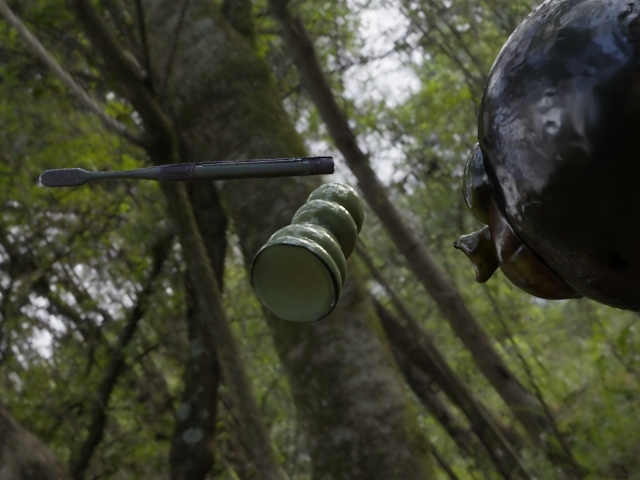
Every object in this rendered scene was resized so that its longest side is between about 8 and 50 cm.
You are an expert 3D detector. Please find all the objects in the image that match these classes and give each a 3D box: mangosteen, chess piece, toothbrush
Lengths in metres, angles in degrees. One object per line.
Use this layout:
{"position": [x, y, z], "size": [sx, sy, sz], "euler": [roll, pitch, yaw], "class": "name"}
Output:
{"position": [0.270, -0.080, 0.985], "size": [0.297, 0.297, 0.313], "euler": [-33, -3, -9], "class": "mangosteen"}
{"position": [0.000, 0.000, 1.658], "size": [0.133, 0.133, 0.243], "euler": [-53, 3, 36], "class": "chess piece"}
{"position": [-0.159, -0.082, 1.387], "size": [0.354, 0.024, 0.029], "euler": [-3, -4, -6], "class": "toothbrush"}
